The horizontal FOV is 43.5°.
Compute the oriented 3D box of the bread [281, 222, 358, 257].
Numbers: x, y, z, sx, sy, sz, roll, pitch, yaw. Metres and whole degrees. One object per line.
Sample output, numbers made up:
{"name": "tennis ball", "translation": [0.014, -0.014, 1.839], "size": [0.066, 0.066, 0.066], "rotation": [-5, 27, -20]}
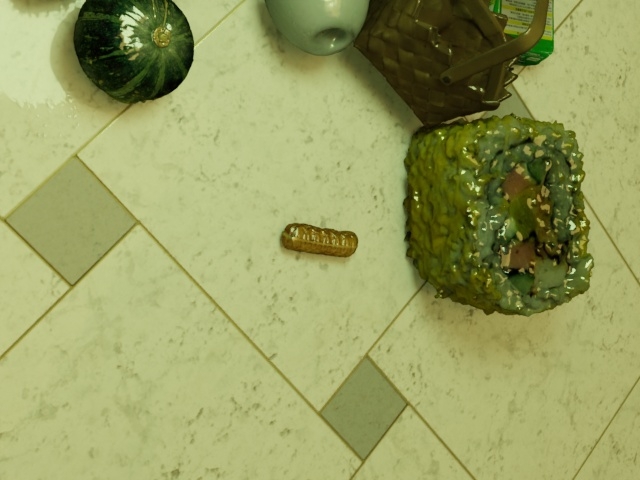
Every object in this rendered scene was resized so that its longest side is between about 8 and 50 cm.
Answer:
{"name": "bread", "translation": [0.000, 0.000, 1.472], "size": [0.157, 0.044, 0.052], "rotation": [8, 85, -31]}

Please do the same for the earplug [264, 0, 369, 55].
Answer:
{"name": "earplug", "translation": [0.037, -0.470, 1.383], "size": [0.326, 0.175, 0.214], "rotation": [-59, 158, -10]}

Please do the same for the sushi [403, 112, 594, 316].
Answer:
{"name": "sushi", "translation": [0.358, -0.050, 1.568], "size": [0.351, 0.240, 0.397], "rotation": [-4, 91, -29]}

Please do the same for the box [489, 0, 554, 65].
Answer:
{"name": "box", "translation": [0.395, -0.494, 1.649], "size": [0.180, 0.103, 0.250], "rotation": [0, 91, -31]}

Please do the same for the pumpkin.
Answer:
{"name": "pumpkin", "translation": [-0.285, -0.302, 1.233], "size": [0.190, 0.146, 0.190], "rotation": [0, 90, -32]}

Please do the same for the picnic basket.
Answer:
{"name": "picnic basket", "translation": [0.253, -0.381, 1.416], "size": [0.291, 0.321, 0.254], "rotation": [42, 51, -31]}
